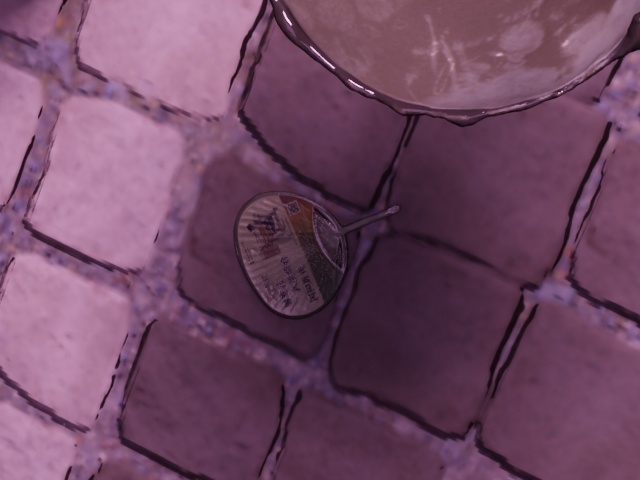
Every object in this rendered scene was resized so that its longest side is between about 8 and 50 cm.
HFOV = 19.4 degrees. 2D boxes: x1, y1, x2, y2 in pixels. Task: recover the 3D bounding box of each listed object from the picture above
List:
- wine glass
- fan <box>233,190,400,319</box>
[{"bbox_3d":[0.079,-0.129,0.694,0.156,0.232,0.156,3,100,19],"label":"wine glass"},{"bbox_3d":[-0.008,-0.003,0.865,0.060,0.003,0.080,40,109,6],"label":"fan"}]
